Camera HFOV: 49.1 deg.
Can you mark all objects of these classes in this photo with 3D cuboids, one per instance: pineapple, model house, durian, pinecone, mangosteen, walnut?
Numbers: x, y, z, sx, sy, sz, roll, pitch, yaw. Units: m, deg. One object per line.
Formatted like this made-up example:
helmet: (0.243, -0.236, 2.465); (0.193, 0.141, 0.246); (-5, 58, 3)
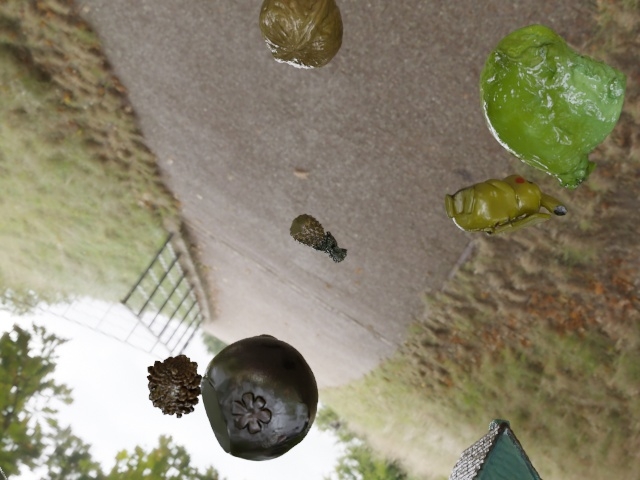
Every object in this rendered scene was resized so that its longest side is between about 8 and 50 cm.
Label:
pineapple: (0.000, 0.000, 1.628); (0.159, 0.074, 0.074); (35, 177, -37)
model house: (0.410, 0.571, 1.639); (0.230, 0.248, 0.280); (13, 146, -8)
durian: (0.431, -0.264, 1.336); (0.340, 0.204, 0.256); (23, 135, -17)
pinecone: (-0.480, 0.492, 2.316); (0.186, 0.212, 0.168); (13, -159, 11)
mangosteen: (-0.139, 0.340, 1.540); (0.287, 0.233, 0.287); (47, 150, 38)
walnut: (-0.047, -0.530, 1.737); (0.228, 0.228, 0.228); (34, 176, 3)

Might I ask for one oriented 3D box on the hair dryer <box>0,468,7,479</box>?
hair dryer: (-0.865, 0.667, 1.878); (0.154, 0.054, 0.106); (34, 147, 50)

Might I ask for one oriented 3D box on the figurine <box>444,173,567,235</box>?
figurine: (0.540, -0.103, 2.048); (0.218, 0.327, 0.169); (177, 81, -68)
